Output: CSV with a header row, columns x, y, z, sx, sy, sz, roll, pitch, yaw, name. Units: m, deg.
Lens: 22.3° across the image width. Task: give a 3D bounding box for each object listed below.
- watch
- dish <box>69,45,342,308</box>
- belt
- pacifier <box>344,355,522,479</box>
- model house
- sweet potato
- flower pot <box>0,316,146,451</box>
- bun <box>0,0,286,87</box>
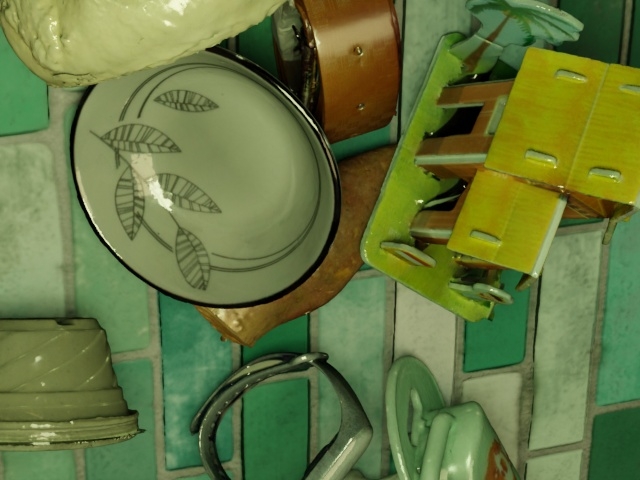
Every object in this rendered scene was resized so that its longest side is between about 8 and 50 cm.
x,y,z,sx,sy,sz,roll,pitch,yaw,name
-0.046,0.226,1.953,0.206,0.193,0.068,-55,161,6,watch
-0.112,-0.083,1.775,0.317,0.106,0.316,9,117,19,dish
0.015,-0.206,1.742,0.105,0.184,0.261,-16,157,-9,belt
0.112,0.324,2.039,0.269,0.288,0.343,-21,119,20,pacifier
0.203,-0.099,1.759,0.340,0.324,0.300,30,74,-31,model house
0.000,-0.001,1.890,0.337,0.131,0.131,-35,121,-6,sweet potato
-0.313,0.155,1.809,0.236,0.235,0.140,2,88,-22,flower pot
-0.169,-0.297,1.565,0.360,0.360,0.211,-26,112,-8,bun
